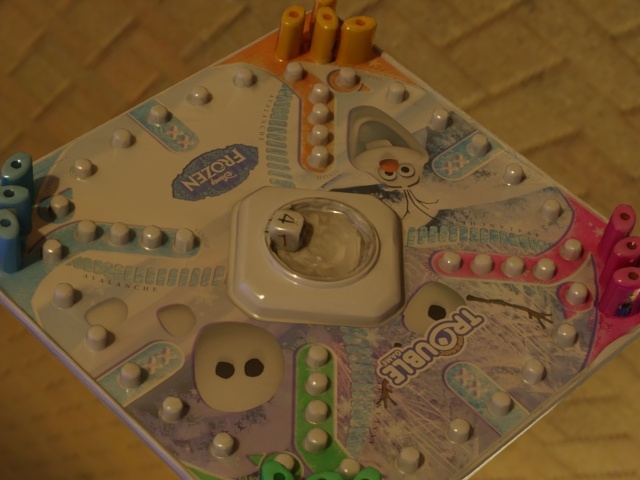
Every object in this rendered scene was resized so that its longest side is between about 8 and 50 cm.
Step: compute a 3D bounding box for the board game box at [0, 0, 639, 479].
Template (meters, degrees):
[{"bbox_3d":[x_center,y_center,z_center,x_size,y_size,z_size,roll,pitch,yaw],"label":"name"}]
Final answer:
[{"bbox_3d":[0.000,0.000,1.140,0.390,0.390,0.050,40,144,25],"label":"board game box"}]
